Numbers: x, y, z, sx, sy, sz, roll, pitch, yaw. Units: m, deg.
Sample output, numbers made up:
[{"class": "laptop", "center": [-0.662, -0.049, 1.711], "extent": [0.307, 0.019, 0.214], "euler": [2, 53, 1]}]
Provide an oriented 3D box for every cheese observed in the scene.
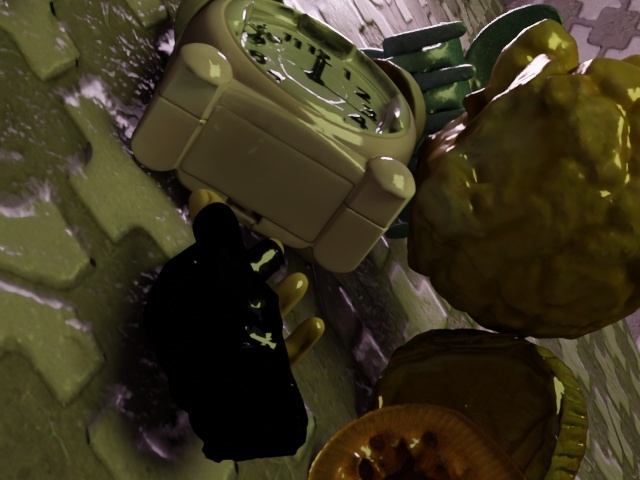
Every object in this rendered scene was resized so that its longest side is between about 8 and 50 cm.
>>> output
[{"class": "cheese", "center": [0.000, 0.000, 1.223], "extent": [0.251, 0.054, 0.127], "euler": [54, 29, -22]}]

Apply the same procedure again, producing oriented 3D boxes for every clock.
[{"class": "clock", "center": [-0.033, -0.155, 1.092], "extent": [0.342, 0.184, 0.326], "euler": [34, 34, -15]}]

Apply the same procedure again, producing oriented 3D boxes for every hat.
[{"class": "hat", "center": [0.132, 0.334, 1.000], "extent": [0.233, 0.244, 0.233], "euler": [-74, 147, -46]}]

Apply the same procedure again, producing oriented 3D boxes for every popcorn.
[{"class": "popcorn", "center": [0.288, -0.041, 1.134], "extent": [0.344, 0.354, 0.390], "euler": [-39, 125, -23]}]

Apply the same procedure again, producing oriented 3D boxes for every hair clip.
[{"class": "hair clip", "center": [0.183, -0.173, 1.433], "extent": [0.238, 0.392, 0.318], "euler": [-29, 109, -67]}]

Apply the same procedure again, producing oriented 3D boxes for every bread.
[{"class": "bread", "center": [0.189, 0.222, 1.139], "extent": [0.142, 0.253, 0.227], "euler": [22, 74, -53]}]

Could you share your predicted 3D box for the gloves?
[{"class": "gloves", "center": [-0.085, 0.064, 0.871], "extent": [0.301, 0.152, 0.197], "euler": [-77, 157, -64]}]
